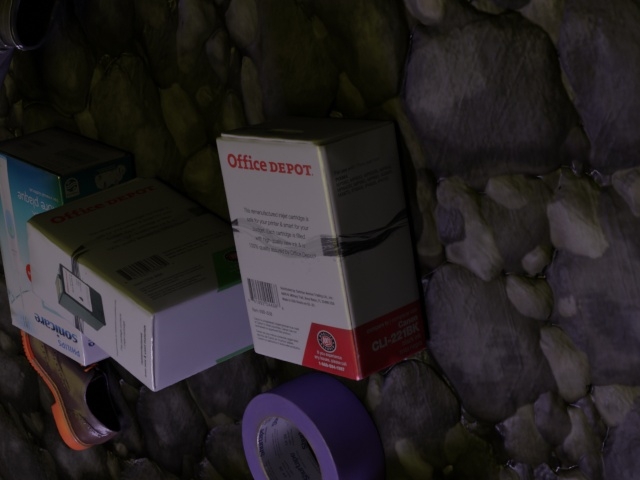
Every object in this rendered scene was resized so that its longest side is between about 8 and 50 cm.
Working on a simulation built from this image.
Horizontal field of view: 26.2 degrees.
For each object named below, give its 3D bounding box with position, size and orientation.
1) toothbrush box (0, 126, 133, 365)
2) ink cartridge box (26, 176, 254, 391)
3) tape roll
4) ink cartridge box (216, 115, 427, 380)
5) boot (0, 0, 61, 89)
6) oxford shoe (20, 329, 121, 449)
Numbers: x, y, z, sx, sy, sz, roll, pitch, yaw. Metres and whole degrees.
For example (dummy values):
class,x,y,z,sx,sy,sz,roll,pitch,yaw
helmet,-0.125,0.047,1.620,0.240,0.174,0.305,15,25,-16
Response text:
class,x,y,z,sx,sy,sz,roll,pitch,yaw
toothbrush box,-0.370,0.005,2.019,0.216,0.126,0.296,22,124,45
ink cartridge box,-0.216,0.046,1.780,0.289,0.211,0.122,32,131,40
tape roll,-0.011,0.268,1.740,0.189,0.080,0.189,26,125,43
ink cartridge box,0.000,0.000,1.570,0.197,0.114,0.273,9,115,50
boot,-0.461,-0.269,1.923,0.222,0.118,0.338,6,87,51
oxford shoe,-0.390,0.194,2.181,0.098,0.097,0.271,-19,96,33
